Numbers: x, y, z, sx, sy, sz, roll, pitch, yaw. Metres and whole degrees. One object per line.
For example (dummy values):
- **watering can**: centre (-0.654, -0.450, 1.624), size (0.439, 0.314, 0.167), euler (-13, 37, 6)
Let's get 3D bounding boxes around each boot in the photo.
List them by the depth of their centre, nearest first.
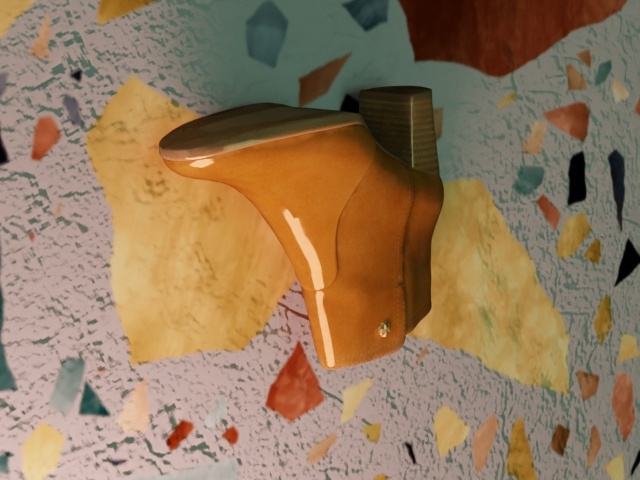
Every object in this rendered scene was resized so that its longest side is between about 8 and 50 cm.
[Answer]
- **boot**: centre (0.000, 0.000, 1.132), size (0.295, 0.104, 0.211), euler (-15, 108, -47)
